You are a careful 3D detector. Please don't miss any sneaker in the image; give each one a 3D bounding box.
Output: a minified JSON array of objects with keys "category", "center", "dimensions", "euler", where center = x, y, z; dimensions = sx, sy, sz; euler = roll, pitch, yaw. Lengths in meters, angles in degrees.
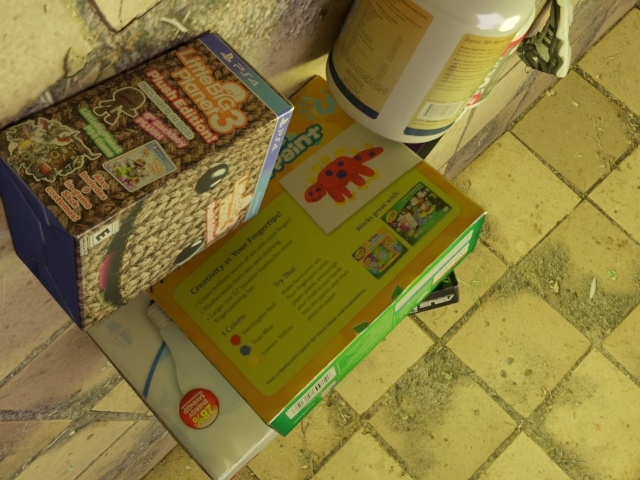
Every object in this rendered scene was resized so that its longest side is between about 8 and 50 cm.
[{"category":"sneaker","center":[0.665,-0.615,2.017],"dimensions":[0.101,0.153,0.269],"euler":[-55,143,-43]}]

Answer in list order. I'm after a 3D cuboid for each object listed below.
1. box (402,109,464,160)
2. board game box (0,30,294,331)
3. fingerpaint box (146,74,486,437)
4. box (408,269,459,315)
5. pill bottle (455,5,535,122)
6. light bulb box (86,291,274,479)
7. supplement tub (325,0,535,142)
[{"category":"box","center":[0.121,-0.211,1.319],"dimensions":[0.103,0.184,0.261],"euler":[-28,159,-49]},{"category":"board game box","center":[-0.202,-0.068,0.796],"dimensions":[0.291,0.141,0.232],"euler":[-38,166,-31]},{"category":"fingerpaint box","center":[-0.031,0.015,1.078],"dimensions":[0.445,0.371,0.163],"euler":[-43,160,-13]},{"category":"box","center":[0.106,0.012,1.210],"dimensions":[0.216,0.270,0.060],"euler":[-16,145,3]},{"category":"pill bottle","center":[0.278,-0.369,1.335],"dimensions":[0.176,0.176,0.318],"euler":[-40,167,-22]},{"category":"light bulb box","center":[-0.173,0.196,1.260],"dimensions":[0.358,0.361,0.225],"euler":[-42,168,-19]},{"category":"supplement tub","center":[0.159,-0.319,0.965],"dimensions":[0.228,0.228,0.316],"euler":[-36,166,-38]}]
